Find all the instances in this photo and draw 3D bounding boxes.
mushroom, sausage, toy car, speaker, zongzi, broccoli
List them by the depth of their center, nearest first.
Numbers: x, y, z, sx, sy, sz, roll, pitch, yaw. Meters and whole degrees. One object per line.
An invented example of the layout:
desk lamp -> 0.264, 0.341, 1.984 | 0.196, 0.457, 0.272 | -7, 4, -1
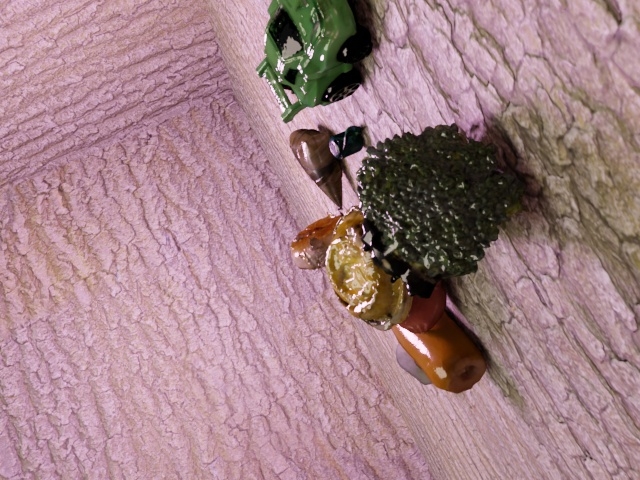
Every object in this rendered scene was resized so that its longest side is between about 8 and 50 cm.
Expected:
broccoli -> 0.167, -0.036, 0.857 | 0.263, 0.247, 0.243 | 12, 176, 35
toy car -> -0.028, -0.388, 1.164 | 0.213, 0.176, 0.358 | 63, 172, 6
sausage -> 0.191, 0.080, 1.309 | 0.254, 0.148, 0.148 | 56, 170, 24
sausage -> 0.247, 0.212, 1.375 | 0.116, 0.134, 0.354 | 41, -175, -32
speaker -> 0.068, -0.235, 1.399 | 0.060, 0.075, 0.094 | 66, 164, -4
mushroom -> 0.288, 0.314, 1.590 | 0.159, 0.122, 0.328 | 27, 166, 9
zongzi -> -0.003, -0.226, 1.797 | 0.242, 0.112, 0.221 | 67, 171, -24

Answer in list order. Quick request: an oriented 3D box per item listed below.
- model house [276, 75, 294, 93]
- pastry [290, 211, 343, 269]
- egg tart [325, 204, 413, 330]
model house -> -0.046, -0.450, 1.421 | 0.164, 0.141, 0.203 | -68, -23, -73
pastry -> -0.004, 0.000, 2.081 | 0.121, 0.236, 0.257 | 58, 175, -22
egg tart -> 0.090, 0.063, 1.238 | 0.279, 0.095, 0.279 | 32, 130, 48
